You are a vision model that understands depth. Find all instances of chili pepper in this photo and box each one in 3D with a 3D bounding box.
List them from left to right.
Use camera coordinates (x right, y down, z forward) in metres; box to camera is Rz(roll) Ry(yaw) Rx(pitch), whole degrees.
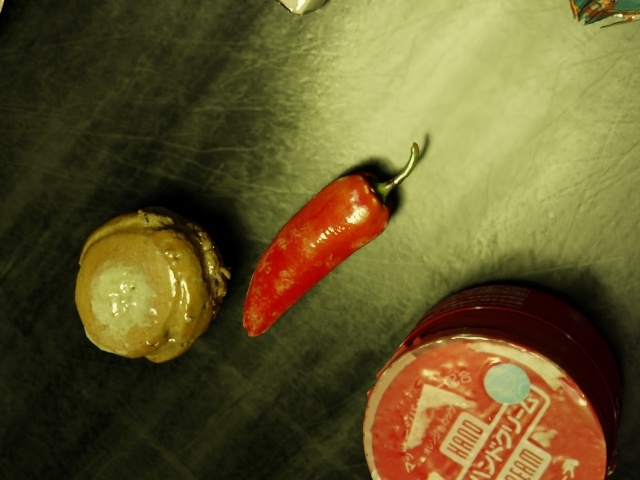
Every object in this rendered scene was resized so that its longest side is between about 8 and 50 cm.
[{"bbox_3d":[0.000,0.000,1.268,0.272,0.063,0.071,-44,78,26],"label":"chili pepper"}]

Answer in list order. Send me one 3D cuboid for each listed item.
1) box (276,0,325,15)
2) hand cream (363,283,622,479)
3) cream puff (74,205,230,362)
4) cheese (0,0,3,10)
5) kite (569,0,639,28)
[{"bbox_3d":[0.014,-0.386,1.138,0.200,0.065,0.343,41,114,1],"label":"box"},{"bbox_3d":[0.161,0.160,1.220,0.230,0.149,0.230,5,110,14],"label":"hand cream"},{"bbox_3d":[-0.160,0.042,1.299,0.165,0.115,0.150,-13,95,30],"label":"cream puff"},{"bbox_3d":[-0.435,-0.278,1.308,0.286,0.074,0.189,29,112,11],"label":"cheese"},{"bbox_3d":[0.274,-0.227,1.096,0.241,0.014,0.183,13,150,-15],"label":"kite"}]
